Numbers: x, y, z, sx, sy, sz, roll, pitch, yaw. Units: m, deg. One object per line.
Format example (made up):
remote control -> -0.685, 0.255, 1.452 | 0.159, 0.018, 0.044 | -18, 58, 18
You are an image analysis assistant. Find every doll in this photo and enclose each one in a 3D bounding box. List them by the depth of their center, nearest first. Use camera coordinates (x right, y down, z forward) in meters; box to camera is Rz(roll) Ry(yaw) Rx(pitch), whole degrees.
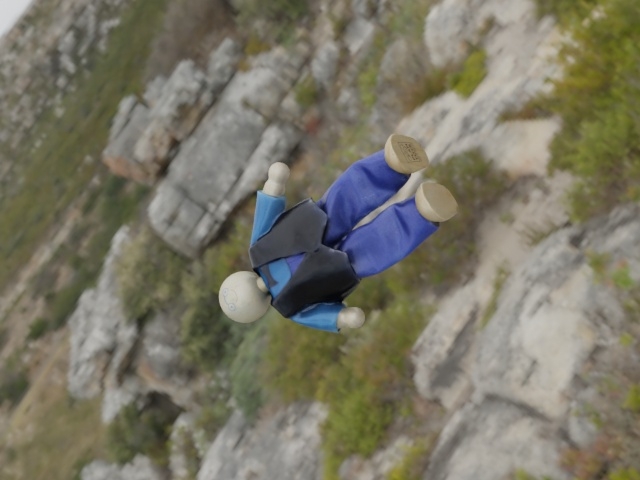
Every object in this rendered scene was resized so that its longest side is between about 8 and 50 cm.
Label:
doll -> 0.000, 0.000, 0.797 | 0.189, 0.129, 0.046 | -36, -9, 30
